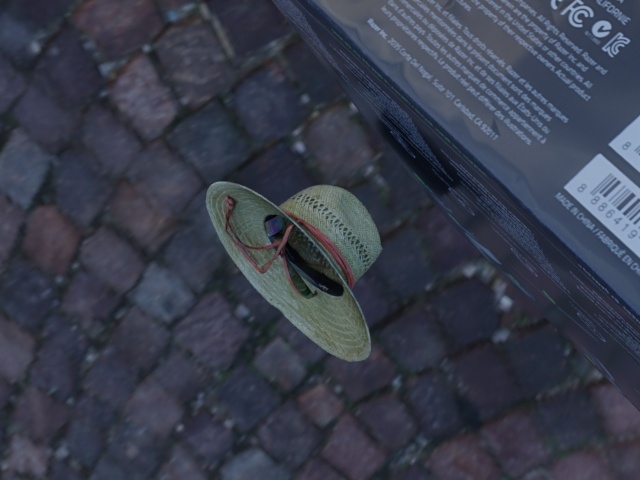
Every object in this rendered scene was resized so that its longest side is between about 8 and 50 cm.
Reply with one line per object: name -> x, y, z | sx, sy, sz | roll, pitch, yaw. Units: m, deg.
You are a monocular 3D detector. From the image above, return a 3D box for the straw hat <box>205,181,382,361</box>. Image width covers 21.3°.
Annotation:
straw hat -> 0.000, 0.000, 1.031 | 0.144, 0.061, 0.144 | 41, 157, 21

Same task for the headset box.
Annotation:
headset box -> 0.123, -0.025, 0.587 | 0.131, 0.283, 0.246 | -43, 55, 0
